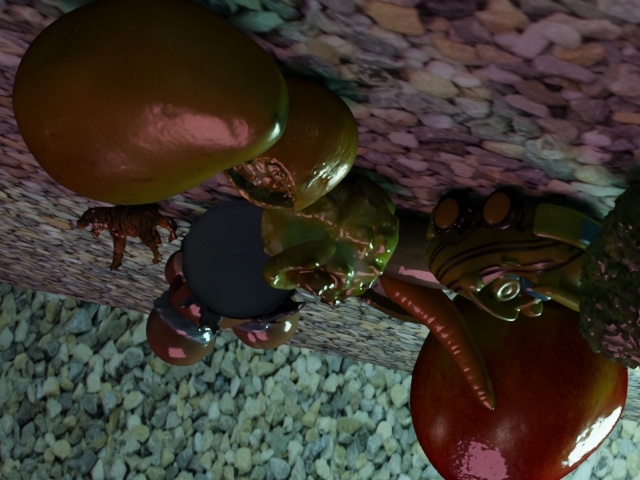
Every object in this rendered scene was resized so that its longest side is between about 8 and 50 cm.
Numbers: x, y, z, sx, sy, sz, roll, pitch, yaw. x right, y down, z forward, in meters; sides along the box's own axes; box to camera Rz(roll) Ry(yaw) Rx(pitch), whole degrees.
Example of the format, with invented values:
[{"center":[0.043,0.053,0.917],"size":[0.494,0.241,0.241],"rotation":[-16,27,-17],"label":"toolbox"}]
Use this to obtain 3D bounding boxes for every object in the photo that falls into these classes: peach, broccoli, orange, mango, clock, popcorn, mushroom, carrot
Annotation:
[{"center":[0.315,0.243,1.946],"size":[0.370,0.370,0.370],"rotation":[13,169,3],"label":"peach"},{"center":[0.406,0.013,1.320],"size":[0.254,0.186,0.302],"rotation":[20,124,-16],"label":"broccoli"},{"center":[-0.038,-0.101,1.267],"size":[0.154,0.134,0.155],"rotation":[6,171,1],"label":"orange"},{"center":[-0.163,-0.133,1.147],"size":[0.317,0.173,0.211],"rotation":[-5,135,45],"label":"mango"},{"center":[0.103,0.044,1.900],"size":[0.237,0.057,0.237],"rotation":[27,156,13],"label":"clock"},{"center":[0.000,0.000,1.578],"size":[0.198,0.212,0.198],"rotation":[14,136,14],"label":"popcorn"},{"center":[0.135,0.014,1.713],"size":[0.247,0.108,0.096],"rotation":[10,137,5],"label":"mushroom"},{"center":[0.184,0.129,1.769],"size":[0.271,0.066,0.062],"rotation":[47,149,0],"label":"carrot"}]

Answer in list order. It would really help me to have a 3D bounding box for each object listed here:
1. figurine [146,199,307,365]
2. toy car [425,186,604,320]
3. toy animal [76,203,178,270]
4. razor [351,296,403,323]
[{"center":[-0.148,0.077,2.034],"size":[0.276,0.248,0.388],"rotation":[-7,177,-15],"label":"figurine"},{"center":[0.245,0.030,1.534],"size":[0.200,0.142,0.248],"rotation":[23,164,-36],"label":"toy car"},{"center":[-0.301,-0.028,2.074],"size":[0.255,0.114,0.116],"rotation":[-9,113,52],"label":"toy animal"},{"center":[0.081,0.111,2.408],"size":[0.190,0.033,0.066],"rotation":[15,124,7],"label":"razor"}]
